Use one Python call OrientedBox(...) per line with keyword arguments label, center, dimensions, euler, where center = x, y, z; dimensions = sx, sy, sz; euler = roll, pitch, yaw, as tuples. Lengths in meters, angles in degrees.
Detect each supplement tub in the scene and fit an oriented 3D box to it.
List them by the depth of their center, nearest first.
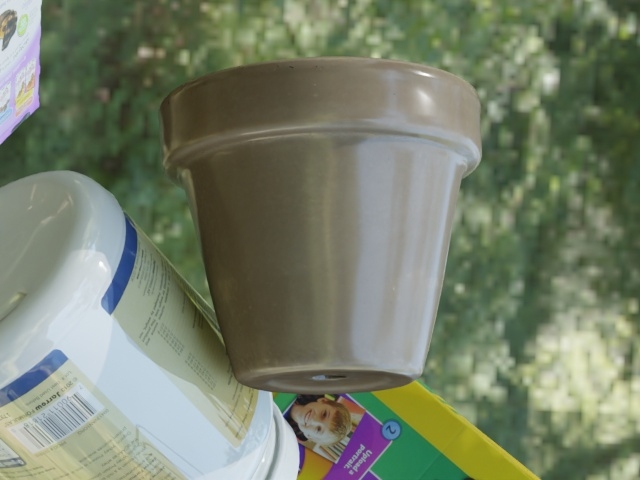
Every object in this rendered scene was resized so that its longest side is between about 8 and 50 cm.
OrientedBox(label="supplement tub", center=(-0.180, 0.122, 1.588), dimensions=(0.316, 0.228, 0.228), euler=(51, 25, -34))

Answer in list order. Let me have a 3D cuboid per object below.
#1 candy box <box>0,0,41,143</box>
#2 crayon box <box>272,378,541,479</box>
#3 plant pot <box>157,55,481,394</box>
OrientedBox(label="candy box", center=(-0.318, -0.179, 1.753), dimensions=(0.165, 0.070, 0.196), euler=(-56, 157, -55))
OrientedBox(label="crayon box", center=(-0.003, 0.287, 1.875), dimensions=(0.363, 0.313, 0.106), euler=(-50, 158, -1))
OrientedBox(label="plant pot", center=(0.000, 0.000, 1.535), dimensions=(0.263, 0.263, 0.229), euler=(97, -7, -77))
